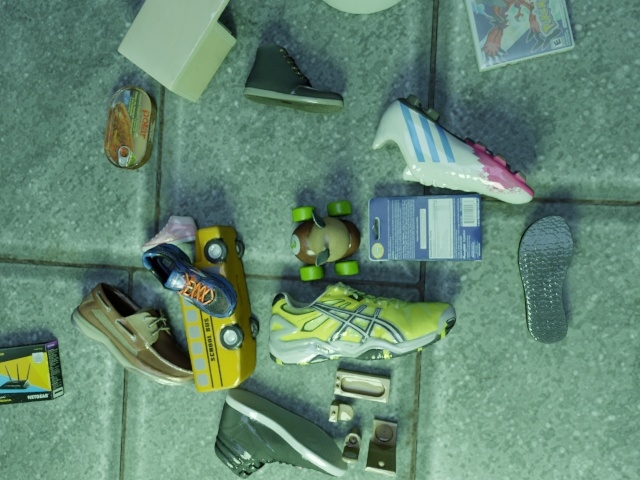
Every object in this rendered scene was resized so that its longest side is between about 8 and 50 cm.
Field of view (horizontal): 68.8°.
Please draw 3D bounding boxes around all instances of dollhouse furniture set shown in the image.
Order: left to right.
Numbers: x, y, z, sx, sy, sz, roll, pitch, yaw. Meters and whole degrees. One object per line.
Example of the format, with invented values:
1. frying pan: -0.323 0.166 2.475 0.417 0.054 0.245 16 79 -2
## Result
1. dollhouse furniture set: 0.088 0.358 0.939 0.144 0.123 0.151 7 91 9

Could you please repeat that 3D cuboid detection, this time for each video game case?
1. video game case: 0.394 -0.461 0.942 0.183 0.023 0.201 -11 88 9

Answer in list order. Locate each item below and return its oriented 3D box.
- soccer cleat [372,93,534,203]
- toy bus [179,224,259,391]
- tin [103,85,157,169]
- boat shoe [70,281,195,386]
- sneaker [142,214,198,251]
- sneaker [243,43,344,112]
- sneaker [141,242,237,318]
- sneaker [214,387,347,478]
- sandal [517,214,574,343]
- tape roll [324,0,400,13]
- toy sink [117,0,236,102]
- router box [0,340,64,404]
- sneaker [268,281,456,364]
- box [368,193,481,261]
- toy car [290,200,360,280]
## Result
1. soccer cleat: 0.252 -0.150 0.931 0.331 0.116 0.143 39 107 12
2. toy bus: -0.220 0.140 1.001 0.130 0.108 0.332 -11 88 12
3. tin: -0.435 -0.257 1.074 0.106 0.040 0.189 10 91 13
4. boat shoe: -0.395 0.203 1.025 0.324 0.123 0.116 30 92 7
5. sneaker: -0.340 -0.018 1.050 0.134 0.051 0.070 -14 86 6
6. sneaker: -0.050 -0.344 0.986 0.222 0.083 0.118 13 91 10
7. sneaker: -0.260 0.084 0.908 0.221 0.087 0.083 30 97 11
8. sneaker: -0.094 0.445 0.985 0.296 0.104 0.147 24 96 15
9. sandal: 0.439 0.074 0.925 0.097 0.054 0.254 2 100 17
10. tape roll: 0.091 -0.626 0.955 0.286 0.100 0.286 0 89 10
11. toy sink: -0.286 -0.446 1.002 0.153 0.131 0.234 37 100 8
12. router box: -0.709 0.316 1.111 0.179 0.046 0.133 -9 88 9
13. sneaker: 0.073 0.155 0.934 0.385 0.145 0.147 -9 89 8
14. box: 0.213 -0.025 0.964 0.225 0.036 0.136 0 89 8
15. toy car: 0.000 0.000 0.922 0.149 0.188 0.155 -8 88 9
